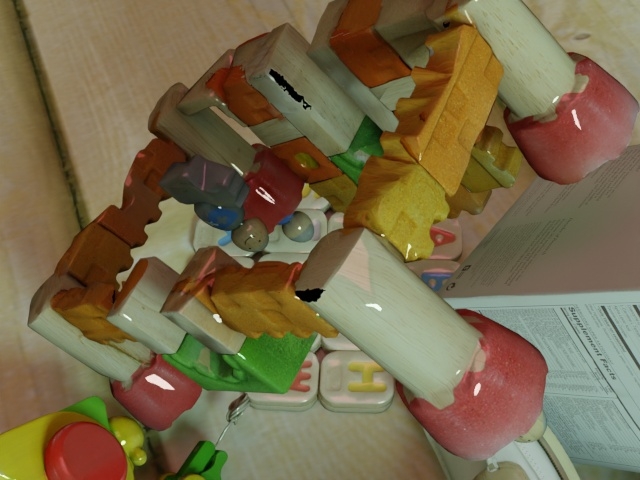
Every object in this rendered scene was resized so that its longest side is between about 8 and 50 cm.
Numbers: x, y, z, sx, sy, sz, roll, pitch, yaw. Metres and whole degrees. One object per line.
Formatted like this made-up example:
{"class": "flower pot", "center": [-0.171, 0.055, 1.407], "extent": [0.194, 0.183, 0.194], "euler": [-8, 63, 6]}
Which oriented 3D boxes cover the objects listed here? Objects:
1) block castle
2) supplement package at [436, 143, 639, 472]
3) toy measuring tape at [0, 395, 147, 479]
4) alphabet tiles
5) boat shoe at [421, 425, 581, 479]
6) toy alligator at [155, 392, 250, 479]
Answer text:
{"class": "block castle", "center": [0.000, 0.000, 0.788], "extent": [0.453, 0.213, 0.303], "euler": [-9, 48, 50]}
{"class": "supplement package", "center": [0.276, 0.051, 0.802], "extent": [0.199, 0.198, 0.262], "euler": [-46, 20, -27]}
{"class": "toy measuring tape", "center": [-0.243, 0.214, 0.770], "extent": [0.121, 0.121, 0.330], "euler": [31, 25, 22]}
{"class": "alphabet tiles", "center": [0.004, 0.039, 1.005], "extent": [0.278, 0.021, 0.284], "euler": [2, 53, 3]}
{"class": "boat shoe", "center": [0.152, 0.223, 0.805], "extent": [0.103, 0.113, 0.302], "euler": [-24, 57, -22]}
{"class": "toy alligator", "center": [-0.107, 0.215, 0.860], "extent": [0.051, 0.056, 0.190], "euler": [51, 60, -14]}
